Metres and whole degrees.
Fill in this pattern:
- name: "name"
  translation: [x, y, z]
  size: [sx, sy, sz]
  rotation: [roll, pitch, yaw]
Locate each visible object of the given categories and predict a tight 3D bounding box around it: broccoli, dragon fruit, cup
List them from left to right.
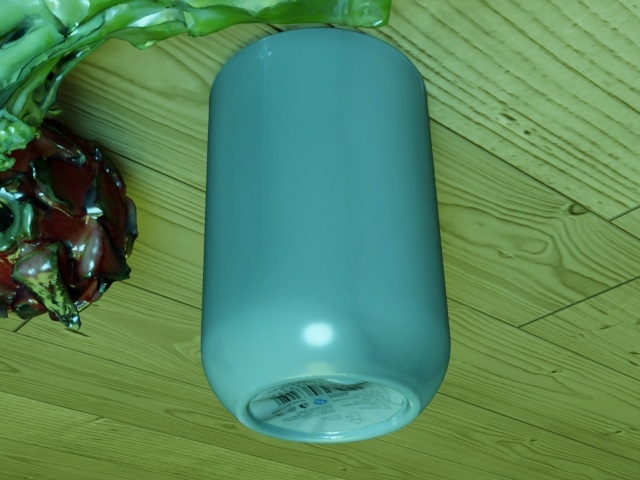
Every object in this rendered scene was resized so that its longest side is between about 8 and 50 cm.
- name: "dragon fruit"
  translation: [-0.271, -0.021, 0.793]
  size: [0.193, 0.192, 0.274]
  rotation: [7, 178, 10]
- name: "broccoli"
  translation: [-0.140, -0.163, 0.608]
  size: [0.362, 0.221, 0.252]
  rotation: [12, 111, -17]
- name: "cup"
  translation: [0.000, 0.000, 0.728]
  size: [0.206, 0.312, 0.205]
  rotation: [-1, 148, 0]
